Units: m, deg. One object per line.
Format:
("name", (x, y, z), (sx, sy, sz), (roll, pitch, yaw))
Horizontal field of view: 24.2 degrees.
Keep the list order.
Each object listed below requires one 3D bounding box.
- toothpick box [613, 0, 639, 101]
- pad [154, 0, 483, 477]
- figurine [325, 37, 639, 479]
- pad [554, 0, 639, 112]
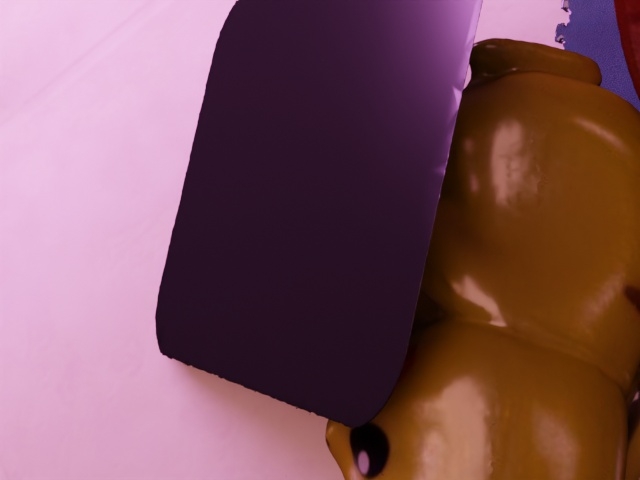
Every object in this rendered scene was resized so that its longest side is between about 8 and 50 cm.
("toothpick box", (0.327, -0.154, 0.707), (0.333, 0.204, 0.204), (-1, 76, 29))
("pad", (-0.001, 0.001, 0.847), (0.375, 0.063, 0.315), (9, 84, 67))
("figurine", (0.099, 0.071, 0.783), (0.169, 0.218, 0.327), (15, 69, 7))
("pad", (0.255, -0.072, 0.855), (0.269, 0.012, 0.270), (7, 81, 26))
